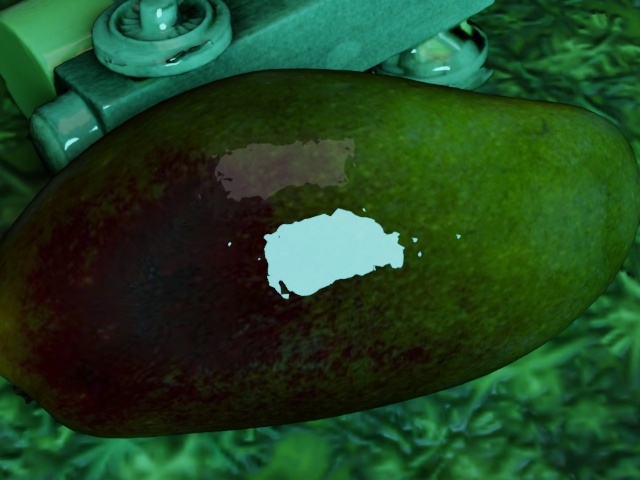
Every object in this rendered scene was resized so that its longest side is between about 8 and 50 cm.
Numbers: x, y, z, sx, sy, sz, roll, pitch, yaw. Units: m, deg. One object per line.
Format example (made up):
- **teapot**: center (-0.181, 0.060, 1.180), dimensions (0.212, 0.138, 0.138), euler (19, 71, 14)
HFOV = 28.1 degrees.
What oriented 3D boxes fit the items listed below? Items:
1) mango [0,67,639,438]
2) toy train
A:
- **mango**: center (0.000, 0.000, 0.484), dimensions (0.267, 0.111, 0.133), euler (-12, 93, -9)
- **toy train**: center (-0.034, -0.109, 0.594), dimensions (0.253, 0.105, 0.157), euler (-31, 45, -21)
